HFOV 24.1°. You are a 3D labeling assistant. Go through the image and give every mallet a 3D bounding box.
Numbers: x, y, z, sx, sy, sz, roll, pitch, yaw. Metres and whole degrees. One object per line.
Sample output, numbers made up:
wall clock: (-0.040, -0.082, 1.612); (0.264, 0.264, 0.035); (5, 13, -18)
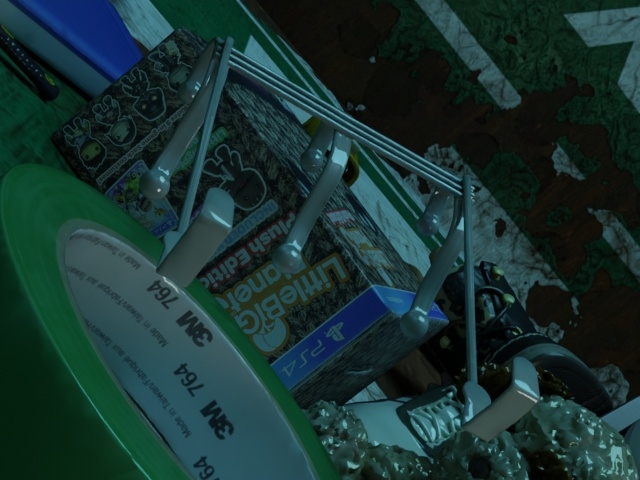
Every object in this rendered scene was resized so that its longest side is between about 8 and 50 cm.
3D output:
mallet: (-0.272, -0.178, 1.199); (0.190, 0.039, 0.062); (51, 7, -27)

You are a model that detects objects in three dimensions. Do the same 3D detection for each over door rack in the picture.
over door rack: (0.000, 0.000, 1.014); (0.239, 0.108, 0.324); (28, 23, -15)

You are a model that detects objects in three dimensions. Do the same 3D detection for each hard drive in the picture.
hard drive: (-0.265, -0.231, 1.400); (0.318, 0.040, 0.210); (39, 16, -54)

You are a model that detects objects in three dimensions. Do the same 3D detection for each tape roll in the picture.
tape roll: (-0.094, 0.104, 0.842); (0.321, 0.077, 0.321); (50, 10, -12)

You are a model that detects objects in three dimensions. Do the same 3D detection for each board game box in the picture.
board game box: (-0.051, -0.006, 1.264); (0.291, 0.141, 0.232); (53, 10, 12)

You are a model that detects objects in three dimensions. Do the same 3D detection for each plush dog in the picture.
plush dog: (0.113, 0.201, 0.998); (0.210, 0.225, 0.262); (44, 12, -38)

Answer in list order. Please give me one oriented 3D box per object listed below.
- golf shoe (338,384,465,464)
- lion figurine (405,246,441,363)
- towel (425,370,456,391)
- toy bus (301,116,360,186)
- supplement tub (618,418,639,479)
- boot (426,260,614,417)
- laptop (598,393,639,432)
golf shoe: (0.081, 0.167, 1.316); (0.105, 0.120, 0.273); (56, 11, 14)
lion figurine: (0.230, 0.173, 2.056); (0.392, 0.142, 0.240); (37, 18, -3)
towel: (0.206, 0.275, 1.723); (0.187, 0.049, 0.282); (47, 10, -19)
toy bus: (0.002, -0.103, 2.001); (0.202, 0.104, 0.191); (57, 11, 30)
supplement tub: (0.246, 0.236, 1.096); (0.191, 0.272, 0.191); (25, 43, -26)
boot: (0.204, 0.140, 1.627); (0.284, 0.138, 0.377); (58, 5, 37)
laptop: (0.286, 0.333, 1.285); (0.382, 0.408, 0.236); (59, -22, 16)
